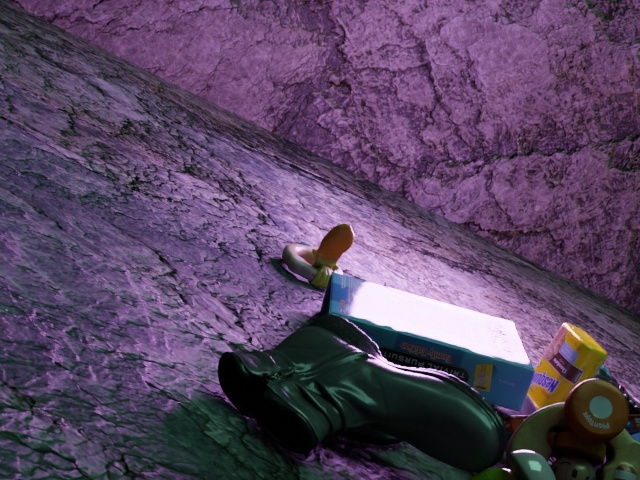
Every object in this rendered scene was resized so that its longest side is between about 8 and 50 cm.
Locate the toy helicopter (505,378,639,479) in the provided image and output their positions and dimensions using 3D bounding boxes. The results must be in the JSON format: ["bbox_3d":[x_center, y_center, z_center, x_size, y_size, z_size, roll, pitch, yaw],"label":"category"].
[{"bbox_3d":[0.391,0.375,1.560,0.355,0.235,0.140,44,-24,12],"label":"toy helicopter"}]

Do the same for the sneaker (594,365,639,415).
[{"bbox_3d":[0.567,0.326,2.246,0.178,0.123,0.295,28,4,-29],"label":"sneaker"}]

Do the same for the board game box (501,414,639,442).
[{"bbox_3d":[0.350,0.289,1.782,0.281,0.145,0.027,5,68,-32],"label":"board game box"}]

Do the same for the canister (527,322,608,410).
[{"bbox_3d":[0.447,0.251,2.176,0.073,0.170,0.126,25,13,-21],"label":"canister"}]

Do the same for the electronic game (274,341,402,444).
[{"bbox_3d":[0.033,0.212,1.676,0.229,0.048,0.229,23,20,-9],"label":"electronic game"}]

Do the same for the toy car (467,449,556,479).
[{"bbox_3d":[0.231,0.352,1.406,0.136,0.159,0.182,62,-4,-27],"label":"toy car"}]

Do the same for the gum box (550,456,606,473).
[{"bbox_3d":[0.446,0.366,1.964,0.107,0.062,0.188,25,13,-20],"label":"gum box"}]

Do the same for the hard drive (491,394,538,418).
[{"bbox_3d":[0.293,0.274,2.004,0.172,0.054,0.254,27,13,-12],"label":"hard drive"}]

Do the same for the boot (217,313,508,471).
[{"bbox_3d":[0.046,0.223,1.486,0.338,0.118,0.223,24,26,30],"label":"boot"}]

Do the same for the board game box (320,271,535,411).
[{"bbox_3d":[0.166,0.163,1.949,0.336,0.079,0.254,16,13,-2],"label":"board game box"}]

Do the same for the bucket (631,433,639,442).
[{"bbox_3d":[0.578,0.374,1.765,0.183,0.281,0.281,26,13,-13],"label":"bucket"}]

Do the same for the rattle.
[{"bbox_3d":[0.000,0.000,2.264,0.130,0.142,0.199,11,18,3],"label":"rattle"}]
